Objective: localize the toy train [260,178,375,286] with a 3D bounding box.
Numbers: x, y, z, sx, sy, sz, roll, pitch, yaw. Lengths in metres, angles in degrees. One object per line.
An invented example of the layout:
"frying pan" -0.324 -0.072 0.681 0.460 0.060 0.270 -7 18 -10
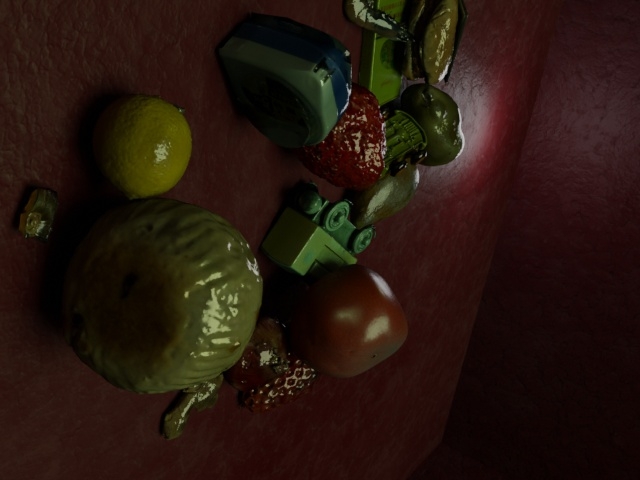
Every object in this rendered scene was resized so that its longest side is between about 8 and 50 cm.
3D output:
"toy train" 0.000 0.000 2.062 0.253 0.160 0.397 -56 152 -3

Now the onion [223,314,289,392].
"onion" -0.155 0.320 2.009 0.230 0.164 0.229 -51 151 -43

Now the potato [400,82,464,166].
"potato" 0.343 -0.370 2.312 0.351 0.203 0.218 58 24 -65

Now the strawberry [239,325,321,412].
"strawberry" -0.091 0.396 2.188 0.280 0.150 0.253 -10 120 -60

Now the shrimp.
"shrimp" 0.187 -0.633 1.924 0.262 0.051 0.198 18 108 -34

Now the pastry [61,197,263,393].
"pastry" -0.294 0.100 1.403 0.313 0.389 0.388 -16 124 -68

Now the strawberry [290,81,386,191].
"strawberry" 0.058 -0.249 1.837 0.257 0.276 0.257 -36 175 -4

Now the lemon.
"lemon" -0.327 -0.171 1.339 0.178 0.179 0.202 32 68 -62

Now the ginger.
"ginger" -0.327 0.423 1.892 0.214 0.059 0.133 -64 147 -10

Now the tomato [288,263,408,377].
"tomato" 0.076 0.239 2.031 0.342 0.273 0.341 -33 151 -21

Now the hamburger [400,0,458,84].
"hamburger" 0.325 -0.600 2.131 0.259 0.145 0.283 -57 151 -60

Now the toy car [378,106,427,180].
"toy car" 0.190 -0.273 2.167 0.248 0.200 0.142 -29 166 -29

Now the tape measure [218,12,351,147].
"tape measure" -0.072 -0.332 1.594 0.138 0.259 0.262 -50 152 -28

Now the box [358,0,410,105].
"box" 0.182 -0.551 2.086 0.187 0.047 0.334 -34 137 -46

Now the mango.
"mango" 0.192 -0.154 2.289 0.316 0.146 0.192 -43 139 -30

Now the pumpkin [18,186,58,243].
"pumpkin" -0.499 -0.047 1.291 0.073 0.035 0.101 15 93 -73

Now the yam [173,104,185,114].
"yam" -0.308 -0.213 1.501 0.033 0.027 0.129 -117 -136 -75

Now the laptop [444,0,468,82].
"laptop" 0.399 -0.644 2.253 0.269 0.015 0.187 98 -11 -54
